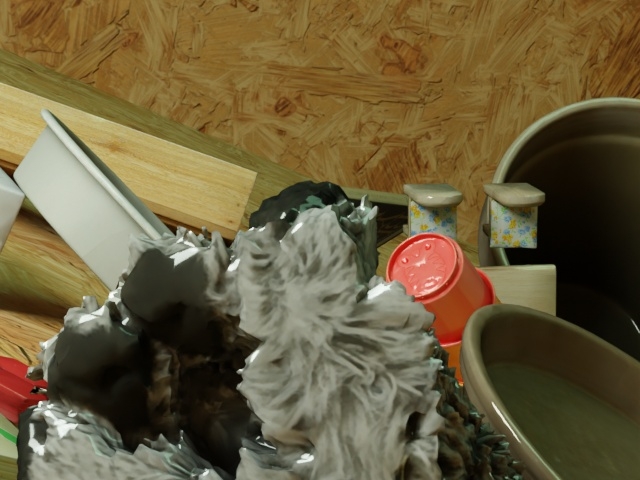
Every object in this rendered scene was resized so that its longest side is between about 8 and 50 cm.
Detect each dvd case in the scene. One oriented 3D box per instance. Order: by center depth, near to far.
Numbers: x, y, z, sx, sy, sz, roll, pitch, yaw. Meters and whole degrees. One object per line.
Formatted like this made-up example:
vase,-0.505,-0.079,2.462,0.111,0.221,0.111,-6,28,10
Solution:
dvd case,0.000,0.000,1.855,0.221,0.164,0.018,4,57,-61

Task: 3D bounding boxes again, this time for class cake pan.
cake pan,-0.123,0.024,1.452,0.293,0.054,0.293,46,-2,2

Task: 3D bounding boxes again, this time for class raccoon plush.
raccoon plush,0.026,0.172,0.961,0.446,0.216,0.299,59,6,18

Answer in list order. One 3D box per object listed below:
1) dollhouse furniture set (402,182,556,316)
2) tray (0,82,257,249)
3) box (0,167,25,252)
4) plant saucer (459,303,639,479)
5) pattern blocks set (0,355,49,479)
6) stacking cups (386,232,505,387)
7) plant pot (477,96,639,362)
dollhouse furniture set,0.095,0.065,1.721,0.242,0.212,0.161,-2,9,-6
tray,-0.271,-0.088,1.838,0.411,0.076,0.203,18,-6,-4
box,-0.317,-0.039,1.462,0.130,0.091,0.170,21,8,-29
plant saucer,0.184,0.140,1.097,0.278,0.041,0.278,33,20,-14
pattern blocks set,-0.231,0.085,1.013,0.325,0.026,0.285,24,7,-39
stacking cups,0.142,0.104,1.574,0.096,0.096,0.316,29,-13,36
plant pot,0.293,0.060,1.998,0.323,0.323,0.280,25,-31,2
